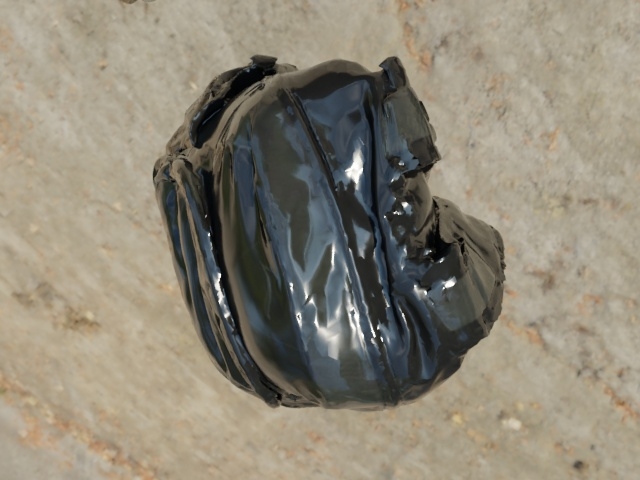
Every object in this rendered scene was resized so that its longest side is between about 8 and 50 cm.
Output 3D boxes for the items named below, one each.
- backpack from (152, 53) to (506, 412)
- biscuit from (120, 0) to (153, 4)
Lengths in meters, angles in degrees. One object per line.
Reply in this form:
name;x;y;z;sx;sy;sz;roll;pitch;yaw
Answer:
backpack;0.000;0.000;0.785;0.445;0.254;0.363;-173;63;-75
biscuit;-0.068;-0.225;0.541;0.049;0.208;0.181;31;138;-15
